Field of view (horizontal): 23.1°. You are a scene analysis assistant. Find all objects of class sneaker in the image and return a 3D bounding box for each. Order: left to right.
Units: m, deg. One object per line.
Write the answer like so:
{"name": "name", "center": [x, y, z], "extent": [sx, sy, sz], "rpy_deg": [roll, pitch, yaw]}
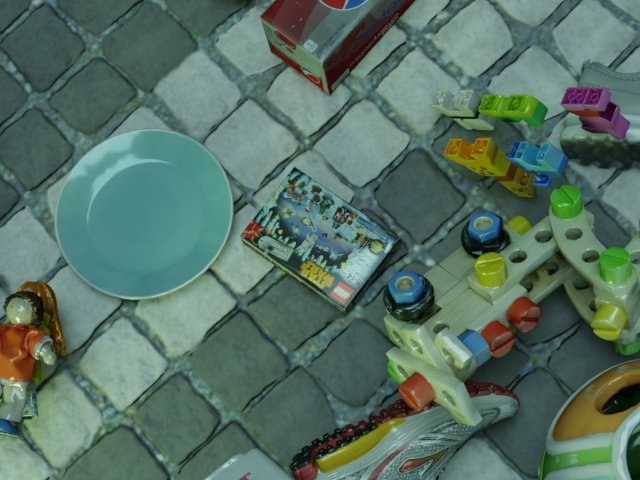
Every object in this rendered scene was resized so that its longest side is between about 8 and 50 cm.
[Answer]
{"name": "sneaker", "center": [0.087, 0.200, 1.487], "extent": [0.225, 0.088, 0.092], "rpy_deg": [-25, 96, -6]}
{"name": "sneaker", "center": [0.381, -0.134, 1.544], "extent": [0.281, 0.105, 0.115], "rpy_deg": [5, 72, 9]}

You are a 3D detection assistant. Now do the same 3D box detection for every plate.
{"name": "plate", "center": [-0.181, -0.026, 1.621], "extent": [0.188, 0.024, 0.188], "rpy_deg": [-2, 71, 6]}

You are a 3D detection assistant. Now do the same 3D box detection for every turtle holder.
{"name": "turtle holder", "center": [0.319, 0.250, 1.351], "extent": [0.243, 0.227, 0.320], "rpy_deg": [-9, 70, 3]}

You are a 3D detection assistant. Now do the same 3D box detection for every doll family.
{"name": "doll family", "center": [-0.345, 0.105, 1.564], "extent": [0.263, 0.118, 0.163], "rpy_deg": [5, 77, 28]}

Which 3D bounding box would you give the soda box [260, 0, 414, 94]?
{"name": "soda box", "center": [0.057, -0.285, 1.650], "extent": [0.092, 0.083, 0.263], "rpy_deg": [39, 79, 17]}

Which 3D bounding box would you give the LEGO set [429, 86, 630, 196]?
{"name": "LEGO set", "center": [0.203, -0.090, 1.533], "extent": [0.227, 0.093, 0.087], "rpy_deg": [8, 70, 51]}

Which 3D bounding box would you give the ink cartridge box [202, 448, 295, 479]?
{"name": "ink cartridge box", "center": [-0.042, 0.348, 1.329], "extent": [0.223, 0.129, 0.307], "rpy_deg": [-37, 38, -16]}

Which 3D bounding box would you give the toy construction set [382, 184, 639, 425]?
{"name": "toy construction set", "center": [0.182, 0.068, 1.443], "extent": [0.328, 0.151, 0.215], "rpy_deg": [-26, 44, -29]}

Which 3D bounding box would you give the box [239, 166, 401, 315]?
{"name": "box", "center": [0.000, 0.000, 1.586], "extent": [0.137, 0.027, 0.094], "rpy_deg": [34, 79, 17]}
